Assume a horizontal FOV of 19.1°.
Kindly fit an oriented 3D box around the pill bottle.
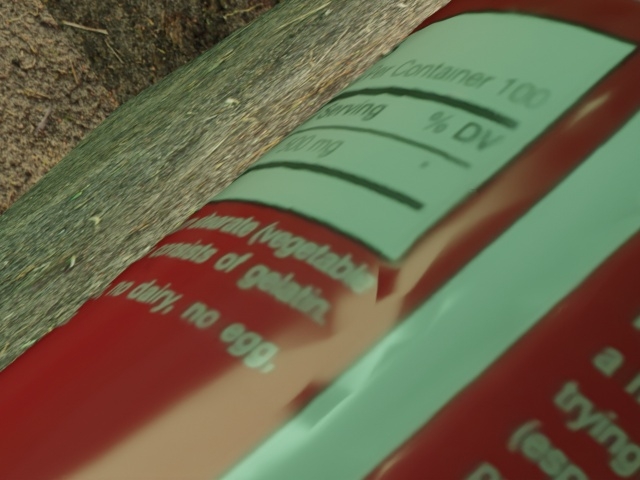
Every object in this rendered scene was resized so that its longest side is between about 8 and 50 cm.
[{"bbox_3d":[0.047,0.079,0.427,0.407,0.229,0.229,-40,12,-20],"label":"pill bottle"}]
